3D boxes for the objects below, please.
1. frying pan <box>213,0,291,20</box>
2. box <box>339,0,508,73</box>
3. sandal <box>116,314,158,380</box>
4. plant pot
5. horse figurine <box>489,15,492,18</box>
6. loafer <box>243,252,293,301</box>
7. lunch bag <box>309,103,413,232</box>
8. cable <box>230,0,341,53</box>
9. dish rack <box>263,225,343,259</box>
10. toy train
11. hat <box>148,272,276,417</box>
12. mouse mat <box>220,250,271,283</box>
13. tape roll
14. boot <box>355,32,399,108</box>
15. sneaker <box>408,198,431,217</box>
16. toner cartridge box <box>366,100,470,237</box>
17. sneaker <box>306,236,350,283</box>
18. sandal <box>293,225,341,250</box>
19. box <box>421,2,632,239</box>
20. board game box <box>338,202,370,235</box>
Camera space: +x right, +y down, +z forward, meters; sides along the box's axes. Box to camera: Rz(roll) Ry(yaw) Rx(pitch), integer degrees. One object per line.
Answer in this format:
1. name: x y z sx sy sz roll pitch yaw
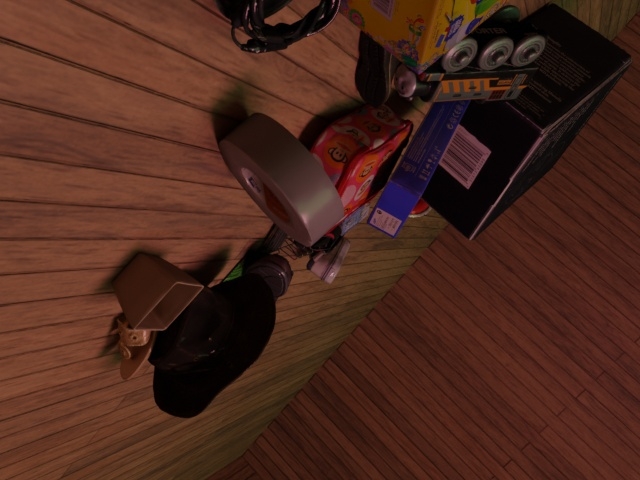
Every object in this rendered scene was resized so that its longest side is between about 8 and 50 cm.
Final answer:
1. frying pan: -0.057 -0.363 0.668 0.197 0.053 0.326 -42 164 -13
2. box: 0.187 -0.443 0.872 0.279 0.177 0.290 -42 164 -18
3. sandal: -0.344 0.150 1.208 0.079 0.088 0.240 29 99 -41
4. plant pot: -0.288 0.082 1.096 0.109 0.096 0.109 -47 165 4
5. horse figurine: 0.317 -0.435 1.404 0.263 0.066 0.175 -47 153 25
6. loafer: -0.123 0.090 1.544 0.095 0.109 0.302 -59 179 -28
7. lunch bag: 0.059 -0.142 1.343 0.293 0.120 0.258 -37 160 -49
8. cable: -0.028 -0.302 0.776 0.185 0.047 0.150 -27 154 -46
9. dish rack: -0.012 -0.040 1.539 0.272 0.074 0.208 -20 149 -55
10. toy train: 0.307 -0.366 1.306 0.334 0.142 0.190 -11 146 -26
11. hat: -0.254 0.173 1.265 0.331 0.331 0.134 -46 124 0
12. mouse mat: -0.182 0.087 1.541 0.152 0.007 0.190 -48 163 7
13. tape roll: -0.063 -0.094 1.012 0.072 0.219 0.219 -42 164 -13
14. boot: 0.138 -0.345 1.184 0.137 0.077 0.198 -46 166 -20
15. sneaker: 0.349 -0.179 2.124 0.279 0.107 0.118 -40 145 -32
16. toner cartridge box: 0.221 -0.183 1.409 0.347 0.075 0.165 -59 177 -34
17. sneaker: 0.020 0.033 1.785 0.094 0.091 0.258 -57 -177 17
18. sandal: 0.000 0.000 1.478 0.067 0.040 0.179 -52 160 22
19. box: 0.545 -0.332 1.829 0.472 0.297 0.479 -35 160 -30
20. board game box: 0.082 -0.061 1.552 0.090 0.020 0.090 -39 162 -18
